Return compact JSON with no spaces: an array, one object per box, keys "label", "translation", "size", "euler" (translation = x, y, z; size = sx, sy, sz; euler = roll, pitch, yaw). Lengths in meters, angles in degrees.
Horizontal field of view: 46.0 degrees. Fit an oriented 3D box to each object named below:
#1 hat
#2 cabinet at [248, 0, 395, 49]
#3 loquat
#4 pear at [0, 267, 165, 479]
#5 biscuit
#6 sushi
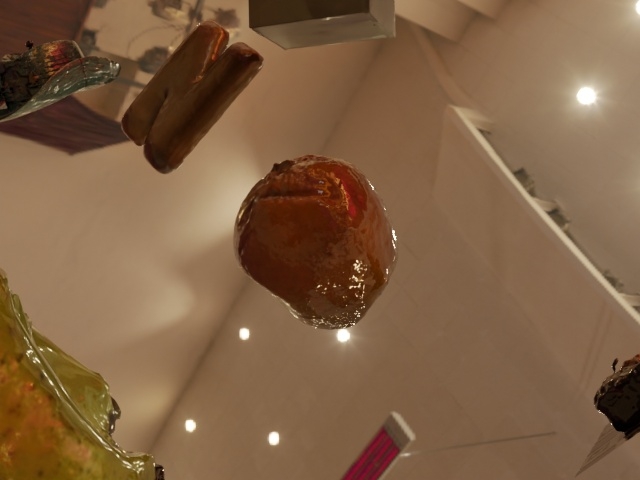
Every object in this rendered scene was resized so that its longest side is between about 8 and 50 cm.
[{"label":"hat","translation":[-0.329,-0.202,0.901],"size":[0.138,0.191,0.077],"euler":[-6,-69,23]},{"label":"cabinet","translation":[0.004,-0.414,1.245],"size":[0.206,0.145,0.150],"euler":[-1,-92,22]},{"label":"loquat","translation":[0.000,0.000,1.236],"size":[0.276,0.284,0.276],"euler":[-41,-165,14]},{"label":"pear","translation":[-0.235,0.094,0.467],"size":[0.159,0.292,0.292],"euler":[-39,-137,-19]},{"label":"biscuit","translation":[-0.254,-0.280,1.432],"size":[0.290,0.062,0.237],"euler":[-47,-135,4]},{"label":"sushi","translation":[0.549,0.237,1.303],"size":[0.296,0.373,0.100],"euler":[-45,-109,21]}]
